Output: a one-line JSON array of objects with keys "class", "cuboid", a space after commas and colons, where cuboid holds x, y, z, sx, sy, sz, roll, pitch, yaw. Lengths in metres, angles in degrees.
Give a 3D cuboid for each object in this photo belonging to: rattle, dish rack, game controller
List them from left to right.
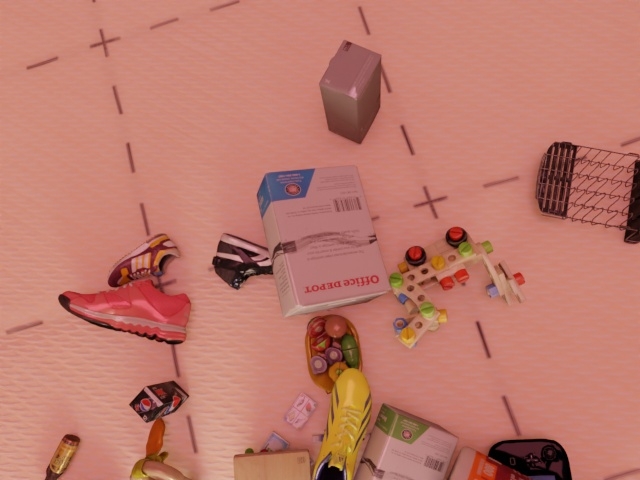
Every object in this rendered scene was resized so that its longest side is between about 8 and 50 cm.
[{"class": "rattle", "cuboid": [-0.320, 0.525, 1.171, 0.200, 0.142, 0.130, 23, 114, -7]}, {"class": "game controller", "cuboid": [0.457, 0.589, 1.083, 0.167, 0.067, 0.318, -5, 78, 3]}, {"class": "dish rack", "cuboid": [0.650, -0.121, 1.208, 0.272, 0.074, 0.208, 12, 79, 8]}]

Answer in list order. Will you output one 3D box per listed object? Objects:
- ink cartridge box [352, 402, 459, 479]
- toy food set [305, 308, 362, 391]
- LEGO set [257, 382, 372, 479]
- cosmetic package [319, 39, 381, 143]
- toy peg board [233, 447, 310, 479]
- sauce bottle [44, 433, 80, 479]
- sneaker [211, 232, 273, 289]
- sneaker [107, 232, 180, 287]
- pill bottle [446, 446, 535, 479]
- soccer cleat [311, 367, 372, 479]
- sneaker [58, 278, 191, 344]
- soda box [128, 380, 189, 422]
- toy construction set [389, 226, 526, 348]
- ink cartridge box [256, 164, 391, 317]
[{"class": "ink cartridge box", "cuboid": [0.173, 0.487, 1.088, 0.160, 0.093, 0.219, 26, 82, -13]}, {"class": "toy food set", "cuboid": [0.024, 0.232, 1.165, 0.128, 0.071, 0.217, -11, 69, 3]}, {"class": "LEGO set", "cuboid": [-0.009, 0.449, 1.150, 0.183, 0.060, 0.244, 35, 83, 6]}, {"class": "cosmetic package", "cuboid": [0.075, -0.342, 1.204, 0.107, 0.238, 0.127, 27, 83, 9]}, {"class": "toy peg board", "cuboid": [-0.103, 0.528, 1.121, 0.161, 0.079, 0.161, -3, 95, -5]}, {"class": "sauce bottle", "cuboid": [-0.607, 0.519, 1.187, 0.042, 0.042, 0.128, 22, 83, 8]}, {"class": "sneaker", "cuboid": [-0.155, 0.073, 1.231, 0.217, 0.079, 0.121, 22, 96, 4]}, {"class": "sneaker", "cuboid": [-0.432, 0.066, 1.247, 0.185, 0.069, 0.084, -41, 74, -3]}, {"class": "pill bottle", "cuboid": [0.413, 0.582, 0.955, 0.393, 0.224, 0.223, 22, 81, 21]}, {"class": "soccer cleat", "cuboid": [0.047, 0.416, 1.067, 0.094, 0.121, 0.288, 13, 91, 8]}, {"class": "sneaker", "cuboid": [-0.459, 0.153, 1.227, 0.314, 0.116, 0.136, 15, 70, 0]}, {"class": "soda box", "cuboid": [-0.354, 0.355, 1.134, 0.060, 0.169, 0.053, 41, 85, 10]}, {"class": "toy construction set", "cuboid": [0.294, 0.099, 1.147, 0.328, 0.151, 0.214, -17, 54, -7]}, {"class": "ink cartridge box", "cuboid": [0.000, 0.000, 1.157, 0.223, 0.129, 0.307, -8, 73, -21]}]
